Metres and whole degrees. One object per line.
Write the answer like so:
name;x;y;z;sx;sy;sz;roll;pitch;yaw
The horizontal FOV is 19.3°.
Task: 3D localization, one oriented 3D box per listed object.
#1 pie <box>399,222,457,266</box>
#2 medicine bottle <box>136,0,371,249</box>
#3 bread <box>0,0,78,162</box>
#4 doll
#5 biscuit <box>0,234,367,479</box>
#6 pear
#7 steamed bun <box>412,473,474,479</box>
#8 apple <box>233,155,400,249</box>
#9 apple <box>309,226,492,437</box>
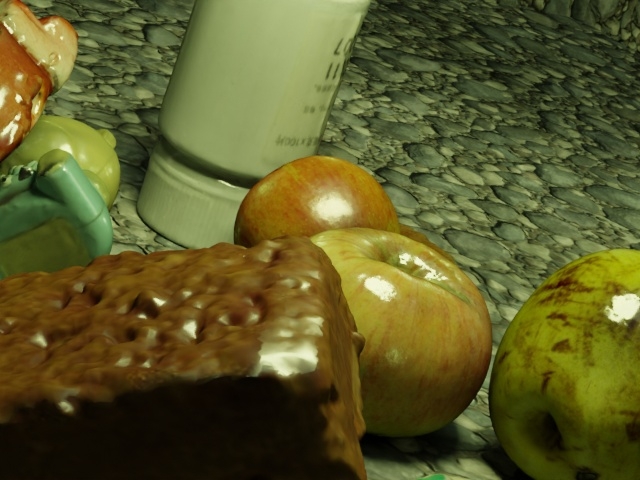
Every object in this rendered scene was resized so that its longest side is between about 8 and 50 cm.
pie;0.088;0.016;2.504;0.195;0.046;0.195;18;19;-6
medicine bottle;-0.088;-0.177;2.363;0.211;0.371;0.211;17;21;-7
bread;-0.418;-0.126;2.051;0.114;0.295;0.327;51;25;-21
doll;-0.310;-0.044;2.101;0.161;0.177;0.260;59;7;-24
biscuit;-0.159;0.126;1.578;0.395;0.166;0.342;-12;22;4
pear;0.318;0.150;2.043;0.284;0.283;0.283;18;20;-7
steamed bun;0.136;0.291;1.704;0.177;0.130;0.228;13;23;-16
apple;0.000;0.000;2.257;0.196;0.196;0.196;18;20;-7
apple;0.063;0.101;2.039;0.261;0.194;0.261;20;21;-8
